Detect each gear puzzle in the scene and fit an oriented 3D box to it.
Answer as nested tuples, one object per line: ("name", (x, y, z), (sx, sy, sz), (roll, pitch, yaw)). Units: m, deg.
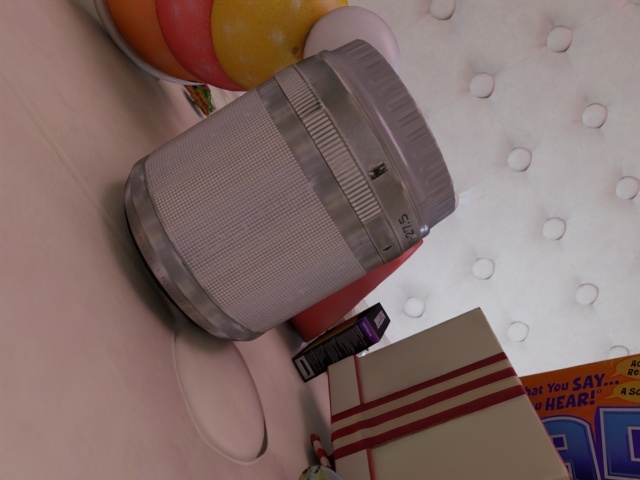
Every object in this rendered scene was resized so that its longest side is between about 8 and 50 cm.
("gear puzzle", (-0.329, -0.424, 1.112), (0.175, 0.044, 0.338), (55, 6, -42))

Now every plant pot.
("plant pot", (0.000, 0.000, 0.759), (0.243, 0.275, 0.275), (50, 4, 6))

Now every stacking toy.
("stacking toy", (-0.083, -0.322, 0.617), (0.480, 0.350, 0.350), (43, -4, 31))

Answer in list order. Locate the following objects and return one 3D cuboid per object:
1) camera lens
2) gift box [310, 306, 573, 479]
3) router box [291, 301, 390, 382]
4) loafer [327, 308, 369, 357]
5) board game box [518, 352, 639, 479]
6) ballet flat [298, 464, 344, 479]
("camera lens", (-0.034, -0.043, 0.444), (0.219, 0.275, 0.219), (59, 5, -8))
("gift box", (0.153, 0.267, 0.550), (0.255, 0.258, 0.276), (57, 14, -25))
("router box", (0.042, 0.162, 0.710), (0.046, 0.133, 0.179), (60, 12, 8))
("loafer", (0.050, 0.179, 1.030), (0.268, 0.092, 0.102), (56, 9, -16))
("board game box", (0.424, 0.426, 0.606), (0.357, 0.356, 0.356), (38, 43, -25))
("ballet flat", (0.031, 0.293, 0.366), (0.188, 0.070, 0.070), (57, 4, 12))
